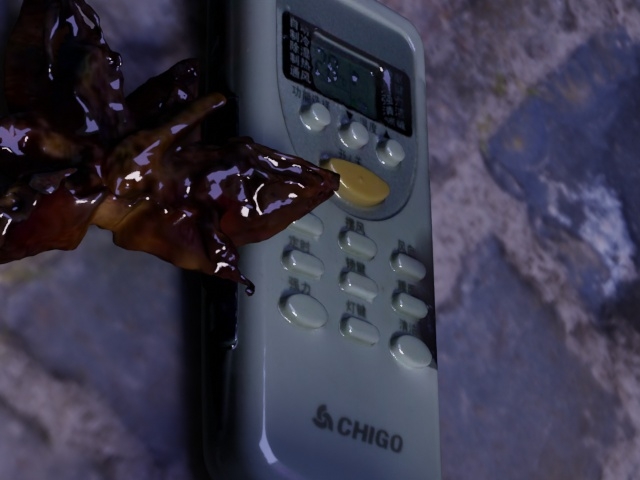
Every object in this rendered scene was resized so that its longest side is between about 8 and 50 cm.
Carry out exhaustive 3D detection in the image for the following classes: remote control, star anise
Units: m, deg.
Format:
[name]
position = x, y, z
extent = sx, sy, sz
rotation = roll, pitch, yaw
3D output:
[remote control]
position = 0.000, 0.000, 0.892
extent = 0.140, 0.056, 0.296
rotation = 22, 56, -38
[star anise]
position = -0.094, -0.047, 0.806
extent = 0.212, 0.053, 0.157
rotation = 5, 54, -23
